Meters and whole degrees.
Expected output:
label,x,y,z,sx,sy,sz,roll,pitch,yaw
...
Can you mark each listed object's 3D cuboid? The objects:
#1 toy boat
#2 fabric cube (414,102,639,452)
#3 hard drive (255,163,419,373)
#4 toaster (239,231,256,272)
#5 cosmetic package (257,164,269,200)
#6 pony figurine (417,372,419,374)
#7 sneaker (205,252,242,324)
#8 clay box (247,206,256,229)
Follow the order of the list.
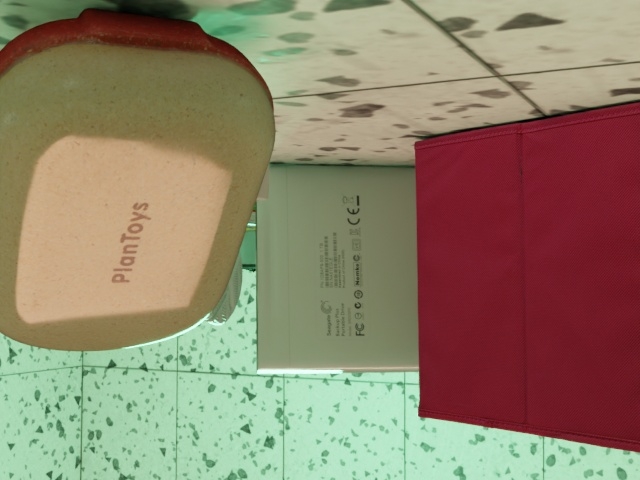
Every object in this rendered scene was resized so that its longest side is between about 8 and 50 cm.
label,x,y,z,sx,sy,sz,roll,pitch,yaw
toy boat,-0.125,-0.043,0.517,0.151,0.151,0.231,2,135,-25
fabric cube,0.258,0.033,0.801,0.254,0.258,0.259,1,177,-40
hard drive,0.104,0.030,0.998,0.353,0.233,0.047,0,163,-7
toaster,-0.096,0.022,2.115,0.185,0.110,0.168,-1,178,30
cosmetic package,-0.171,-0.063,0.854,0.239,0.060,0.099,-2,178,37
pony figurine,0.290,0.101,1.553,0.302,0.351,0.363,16,179,19
sneaker,-0.239,0.008,1.292,0.180,0.125,0.321,9,149,27
clay box,-0.159,-0.041,1.387,0.127,0.053,0.222,5,173,-42
